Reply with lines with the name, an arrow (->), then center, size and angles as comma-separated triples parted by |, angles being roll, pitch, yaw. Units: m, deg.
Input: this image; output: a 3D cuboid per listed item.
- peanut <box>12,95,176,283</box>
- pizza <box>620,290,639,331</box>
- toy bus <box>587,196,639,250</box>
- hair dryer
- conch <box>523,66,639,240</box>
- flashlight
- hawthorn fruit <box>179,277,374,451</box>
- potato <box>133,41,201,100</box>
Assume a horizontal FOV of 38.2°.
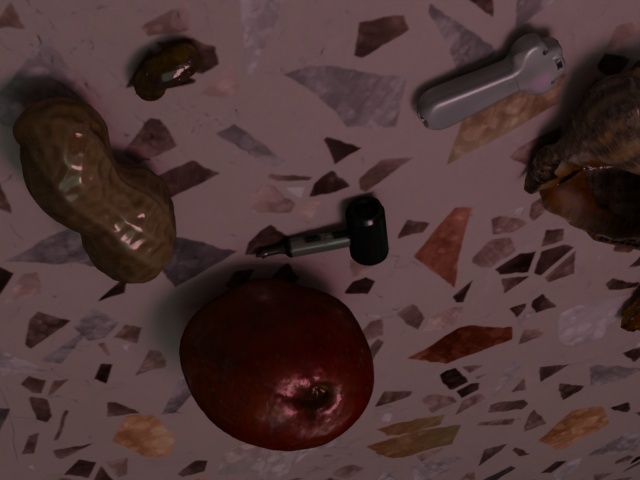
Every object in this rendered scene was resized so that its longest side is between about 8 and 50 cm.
peanut -> -0.266, -0.058, 1.126 | 0.136, 0.120, 0.298 | -42, 139, -9
pizza -> 0.612, 0.122, 1.712 | 0.131, 0.041, 0.178 | -40, 135, 19
toy bus -> 0.488, -0.042, 1.449 | 0.182, 0.091, 0.103 | 10, 131, -32
hair dryer -> 0.000, 0.000, 1.345 | 0.197, 0.057, 0.100 | -12, 137, 1
conch -> 0.423, -0.127, 1.279 | 0.210, 0.159, 0.291 | 46, 154, -12
flashlight -> 0.219, -0.204, 1.204 | 0.200, 0.048, 0.093 | -24, 138, 10
hawthorn fruit -> -0.058, 0.180, 1.371 | 0.284, 0.284, 0.284 | -11, 139, -10
potato -> -0.179, -0.195, 1.063 | 0.092, 0.045, 0.046 | -30, 174, 17
